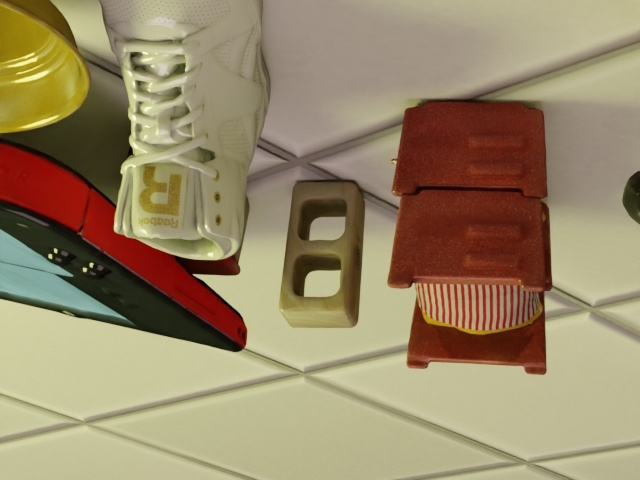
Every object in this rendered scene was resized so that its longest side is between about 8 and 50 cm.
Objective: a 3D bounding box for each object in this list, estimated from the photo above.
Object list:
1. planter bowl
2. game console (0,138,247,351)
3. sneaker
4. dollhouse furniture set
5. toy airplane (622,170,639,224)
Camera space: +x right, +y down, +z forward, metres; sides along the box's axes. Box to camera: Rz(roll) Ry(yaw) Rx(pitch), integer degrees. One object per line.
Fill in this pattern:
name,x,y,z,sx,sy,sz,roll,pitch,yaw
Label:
planter bowl,-0.255,-0.158,1.167,0.217,0.090,0.217,4,158,2
game console,-0.289,-0.003,1.465,0.386,0.060,0.342,11,159,31
sneaker,-0.095,-0.088,1.199,0.108,0.169,0.292,2,156,13
dollhouse furniture set,0.000,0.000,1.406,0.374,0.152,0.201,1,157,11
toy airplane,0.391,0.007,1.027,0.272,0.384,0.386,-6,172,-27
